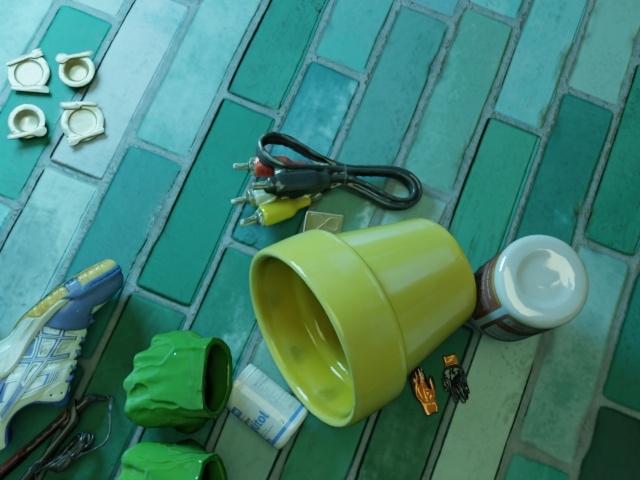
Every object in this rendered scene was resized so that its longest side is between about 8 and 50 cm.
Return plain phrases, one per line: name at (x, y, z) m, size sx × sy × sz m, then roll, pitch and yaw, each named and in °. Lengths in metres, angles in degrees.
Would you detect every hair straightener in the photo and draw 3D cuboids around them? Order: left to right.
hair straightener at (-0.363, 0.301, 1.048) m, size 0.089 × 0.047 × 0.230 m, roll 45°, pitch 73°, yaw 7°

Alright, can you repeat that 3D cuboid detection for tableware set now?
tableware set at (-0.407, -0.221, 1.182) m, size 0.141 × 0.020 × 0.169 m, roll -7°, pitch 77°, yaw -6°

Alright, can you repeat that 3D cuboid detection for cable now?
cable at (0.007, -0.095, 1.175) m, size 0.287 × 0.072 × 0.140 m, roll -3°, pitch 72°, yaw -17°

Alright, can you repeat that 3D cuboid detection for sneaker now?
sneaker at (-0.371, 0.155, 1.062) m, size 0.296 × 0.112 × 0.131 m, roll -43°, pitch 100°, yaw -11°

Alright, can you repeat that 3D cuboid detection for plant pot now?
plant pot at (0.068, 0.084, 1.038) m, size 0.239 × 0.254 × 0.254 m, roll -25°, pitch 79°, yaw -25°

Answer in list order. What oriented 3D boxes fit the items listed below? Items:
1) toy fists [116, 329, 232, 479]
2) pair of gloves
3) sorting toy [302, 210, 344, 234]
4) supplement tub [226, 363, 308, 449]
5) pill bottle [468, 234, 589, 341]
toy fists at (-0.193, 0.258, 1.024) m, size 0.142 × 0.096 × 0.279 m, roll -5°, pitch 76°, yaw 25°
pair of gloves at (0.174, 0.209, 1.123) m, size 0.083 × 0.010 × 0.074 m, roll -16°, pitch 76°, yaw -11°
sorting toy at (0.000, 0.000, 1.142) m, size 0.062 × 0.012 × 0.083 m, roll 6°, pitch 101°, yaw -20°
supplement tub at (-0.076, 0.230, 1.068) m, size 0.107 × 0.071 × 0.071 m, roll 37°, pitch 76°, yaw 6°
pill bottle at (0.269, 0.074, 1.058) m, size 0.121 × 0.216 × 0.121 m, roll 1°, pitch 76°, yaw -5°
